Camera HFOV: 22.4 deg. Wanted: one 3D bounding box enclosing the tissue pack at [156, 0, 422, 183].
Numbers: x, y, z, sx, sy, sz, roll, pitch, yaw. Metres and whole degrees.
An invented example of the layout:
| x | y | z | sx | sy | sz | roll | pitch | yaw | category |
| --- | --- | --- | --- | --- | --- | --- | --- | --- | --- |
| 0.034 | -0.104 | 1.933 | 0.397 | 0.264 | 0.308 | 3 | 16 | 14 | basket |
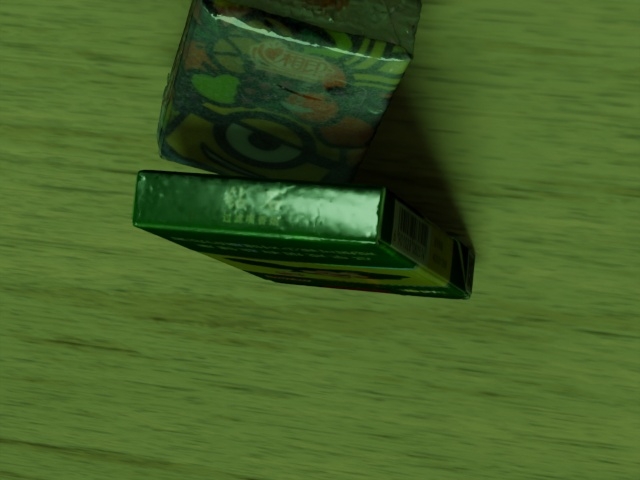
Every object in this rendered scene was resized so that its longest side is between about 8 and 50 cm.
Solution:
| x | y | z | sx | sy | sz | roll | pitch | yaw | category |
| --- | --- | --- | --- | --- | --- | --- | --- | --- | --- |
| -0.020 | -0.086 | 0.816 | 0.109 | 0.060 | 0.148 | 14 | 151 | -7 | tissue pack |

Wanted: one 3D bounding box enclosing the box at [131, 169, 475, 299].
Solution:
| x | y | z | sx | sy | sz | roll | pitch | yaw | category |
| --- | --- | --- | --- | --- | --- | --- | --- | --- | --- |
| 0.000 | 0.000 | 0.894 | 0.132 | 0.034 | 0.235 | 4 | 172 | 17 | box |
